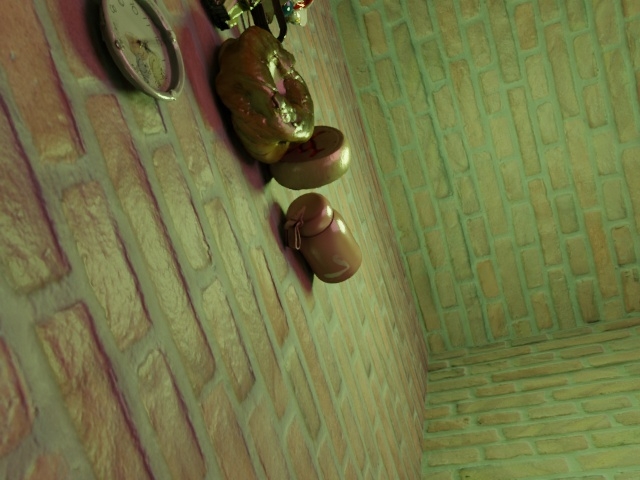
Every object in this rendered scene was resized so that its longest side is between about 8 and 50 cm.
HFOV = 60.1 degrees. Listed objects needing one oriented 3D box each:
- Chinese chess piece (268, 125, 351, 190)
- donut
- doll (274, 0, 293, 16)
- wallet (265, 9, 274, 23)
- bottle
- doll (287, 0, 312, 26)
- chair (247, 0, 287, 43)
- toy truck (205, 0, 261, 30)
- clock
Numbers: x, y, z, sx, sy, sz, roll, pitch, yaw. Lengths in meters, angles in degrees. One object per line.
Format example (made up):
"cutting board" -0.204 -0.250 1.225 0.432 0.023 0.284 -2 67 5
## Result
"Chinese chess piece" -0.033 -0.246 1.643 0.250 0.249 0.103 -82 164 -53
"donut" -0.149 -0.392 1.513 0.360 0.169 0.361 46 33 -42
"doll" -0.150 -0.896 2.076 0.086 0.114 0.152 -61 162 -9
"wallet" -0.226 -0.885 1.926 0.255 0.031 0.137 58 24 -46
"bottle" 0.000 0.000 1.716 0.206 0.173 0.297 -55 139 -24
"doll" -0.110 -0.960 2.139 0.384 0.188 0.099 63 44 -76
"chair" -0.156 -0.746 1.740 0.183 0.175 0.327 -23 98 -44
"toy truck" -0.206 -0.701 1.518 0.260 0.135 0.128 -55 141 -22
"clock" -0.344 -0.372 1.049 0.236 0.053 0.237 -17 90 -73
